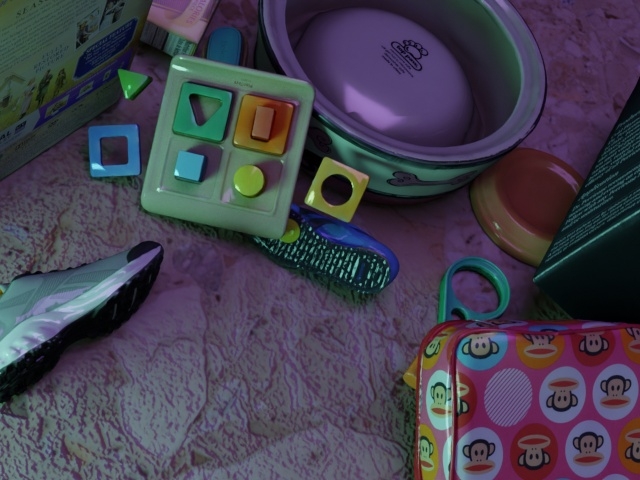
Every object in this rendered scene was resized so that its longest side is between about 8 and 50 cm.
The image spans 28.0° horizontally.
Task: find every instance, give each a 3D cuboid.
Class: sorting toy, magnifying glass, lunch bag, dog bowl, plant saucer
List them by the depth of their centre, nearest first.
[{"bbox_3d":[0.255,0.221,1.474,0.293,0.120,0.258,2,88,-22],"label":"lunch bag"},{"bbox_3d":[-0.111,-0.112,1.533,0.347,0.047,0.196,12,93,3],"label":"sorting toy"},{"bbox_3d":[0.169,0.103,1.616,0.092,0.026,0.231,37,52,4],"label":"magnifying glass"},{"bbox_3d":[0.090,-0.224,1.730,0.408,0.150,0.408,11,53,-15],"label":"dog bowl"},{"bbox_3d":[0.304,-0.053,1.774,0.200,0.037,0.200,11,54,-15],"label":"plant saucer"}]

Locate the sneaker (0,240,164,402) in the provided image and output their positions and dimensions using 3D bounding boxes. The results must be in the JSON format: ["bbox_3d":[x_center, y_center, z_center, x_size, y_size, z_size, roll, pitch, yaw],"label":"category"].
[{"bbox_3d":[-0.282,0.063,1.407,0.271,0.100,0.108,-33,69,-36],"label":"sneaker"}]

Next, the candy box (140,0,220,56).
[{"bbox_3d":[-0.273,-0.389,1.687,0.316,0.087,0.183,25,74,-7],"label":"candy box"}]

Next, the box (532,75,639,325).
[{"bbox_3d":[0.601,0.001,1.648,0.480,0.297,0.472,42,52,-7],"label":"box"}]

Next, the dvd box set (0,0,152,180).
[{"bbox_3d":[-0.297,-0.231,1.396,0.062,0.420,0.307,41,52,8],"label":"dvd box set"}]

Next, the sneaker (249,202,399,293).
[{"bbox_3d":[0.000,0.000,1.600,0.209,0.069,0.082,25,20,5],"label":"sneaker"}]

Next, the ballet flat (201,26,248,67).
[{"bbox_3d":[-0.128,-0.170,1.648,0.080,0.073,0.232,8,58,5],"label":"ballet flat"}]
